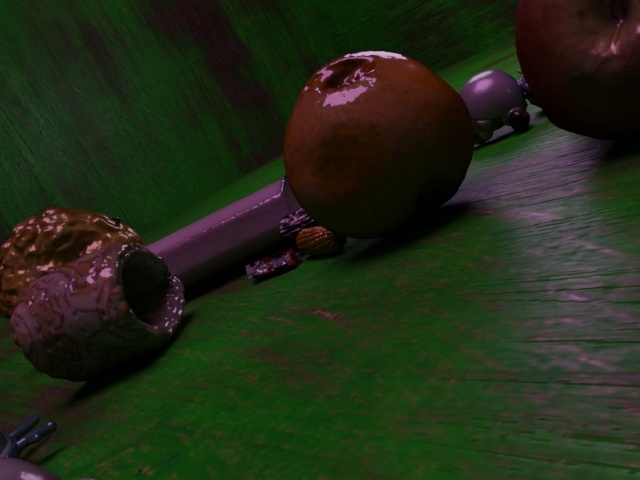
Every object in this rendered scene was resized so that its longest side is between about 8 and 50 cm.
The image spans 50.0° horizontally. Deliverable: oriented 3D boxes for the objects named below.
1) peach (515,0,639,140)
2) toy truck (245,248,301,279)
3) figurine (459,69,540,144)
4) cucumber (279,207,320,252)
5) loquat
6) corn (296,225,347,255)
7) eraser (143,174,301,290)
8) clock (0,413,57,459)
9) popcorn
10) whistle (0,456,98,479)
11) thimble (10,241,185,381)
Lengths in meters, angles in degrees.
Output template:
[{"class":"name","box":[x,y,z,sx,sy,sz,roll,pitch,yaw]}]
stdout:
[{"class":"peach","box":[0.307,-0.203,0.649,0.214,0.214,0.235,-18,-2,43]},{"class":"toy truck","box":[-0.064,0.032,0.877,0.083,0.024,0.032,-20,-9,27]},{"class":"figurine","box":[0.277,-0.206,0.973,0.197,0.094,0.147,-17,36,13]},{"class":"cucumber","box":[0.034,-0.046,0.900,0.187,0.058,0.058,-27,11,5]},{"class":"loquat","box":[0.064,-0.099,0.754,0.213,0.213,0.213,-27,11,6]},{"class":"corn","box":[0.000,0.000,0.838,0.037,0.037,0.092,-34,13,-29]},{"class":"eraser","box":[-0.145,-0.003,1.043,0.270,0.095,0.174,-24,3,12]},{"class":"clock","box":[-0.341,0.217,0.610,0.211,0.066,0.159,-35,14,-34]},{"class":"popcorn","box":[-0.384,0.060,1.118,0.237,0.206,0.251,-40,-23,12]},{"class":"whistle","box":[-0.226,0.179,0.411,0.253,0.106,0.101,-11,-12,35]},{"class":"thimble","box":[-0.258,0.083,0.828,0.143,0.137,0.190,-25,0,12]}]
